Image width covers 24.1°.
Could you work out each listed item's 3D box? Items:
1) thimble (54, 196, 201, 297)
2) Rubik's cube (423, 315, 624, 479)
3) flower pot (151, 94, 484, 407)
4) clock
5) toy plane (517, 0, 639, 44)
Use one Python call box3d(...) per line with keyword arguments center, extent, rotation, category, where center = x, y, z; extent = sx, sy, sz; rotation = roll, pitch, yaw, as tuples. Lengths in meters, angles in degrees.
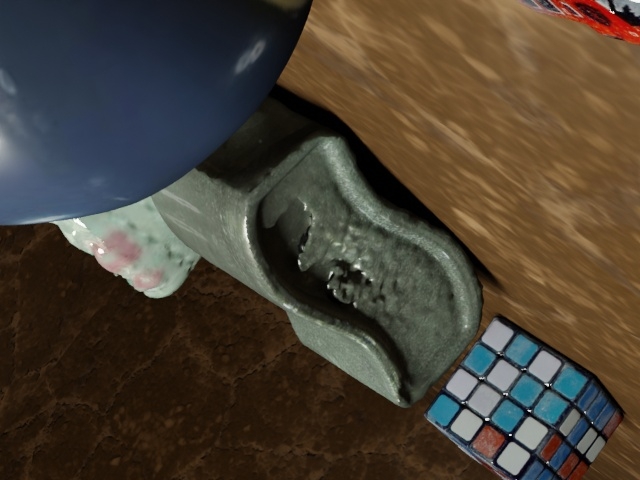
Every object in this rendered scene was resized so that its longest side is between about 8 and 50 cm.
box3d(center=(-0.165, -0.067, 1.154), extent=(0.211, 0.149, 0.185), rotation=(35, 176, 14), category="thimble")
box3d(center=(0.148, 0.126, 1.082), extent=(0.092, 0.092, 0.092), rotation=(34, 174, 35), category="Rubik's cube")
box3d(center=(0.000, 0.000, 0.905), extent=(0.108, 0.103, 0.229), rotation=(31, 171, 45), category="flower pot")
box3d(center=(-0.093, -0.108, 0.322), extent=(0.243, 0.146, 0.200), rotation=(49, -161, -50), category="clock")
box3d(center=(0.072, -0.055, 0.314), extent=(0.060, 0.037, 0.145), rotation=(36, 178, -36), category="toy plane")
